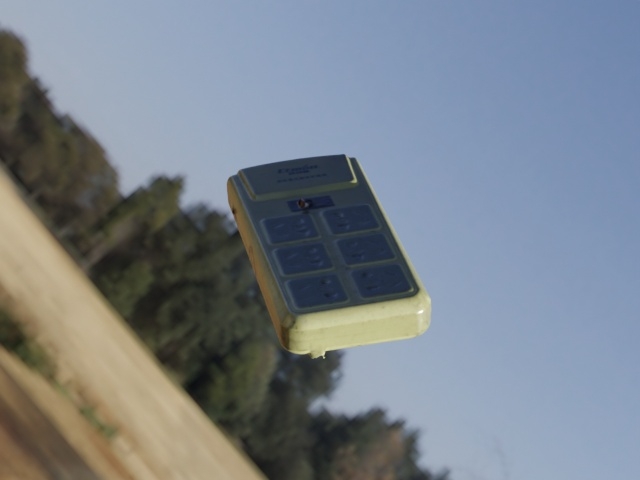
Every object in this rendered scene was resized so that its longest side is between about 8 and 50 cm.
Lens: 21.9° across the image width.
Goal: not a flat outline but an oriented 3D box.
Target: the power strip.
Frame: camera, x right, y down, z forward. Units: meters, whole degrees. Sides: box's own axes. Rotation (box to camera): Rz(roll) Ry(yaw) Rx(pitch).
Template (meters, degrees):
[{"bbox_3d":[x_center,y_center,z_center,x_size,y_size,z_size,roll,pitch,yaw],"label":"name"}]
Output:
[{"bbox_3d":[0.000,0.000,0.844,0.169,0.076,0.028,-115,-161,-56],"label":"power strip"}]
